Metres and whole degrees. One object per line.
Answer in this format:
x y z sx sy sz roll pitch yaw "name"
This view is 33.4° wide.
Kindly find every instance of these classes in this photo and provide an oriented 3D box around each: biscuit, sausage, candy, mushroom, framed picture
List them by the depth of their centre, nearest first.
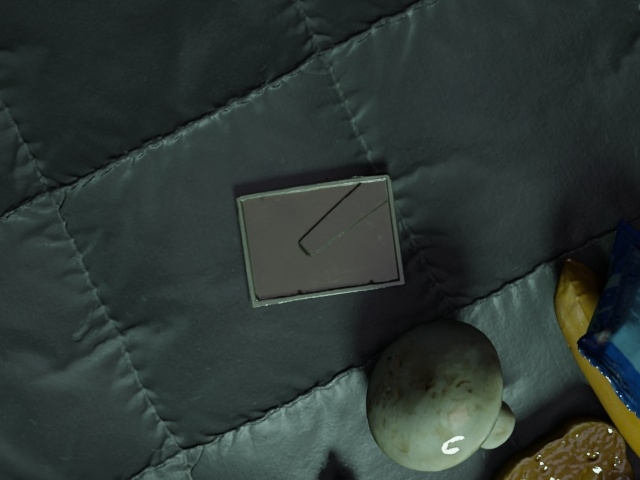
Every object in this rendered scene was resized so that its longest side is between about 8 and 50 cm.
0.487 0.115 1.627 0.187 0.077 0.331 42 49 -12 "candy"
0.200 0.255 1.672 0.243 0.243 0.243 0 91 -1 "mushroom"
0.470 0.188 1.691 0.116 0.134 0.354 -39 78 44 "sausage"
0.408 0.472 1.726 0.359 0.074 0.381 16 88 -4 "biscuit"
0.000 0.000 1.739 0.260 0.023 0.189 -9 91 -1 "framed picture"

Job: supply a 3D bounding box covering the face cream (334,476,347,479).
0.059 0.535 1.714 0.092 0.092 0.311 -11 92 0 "face cream"
